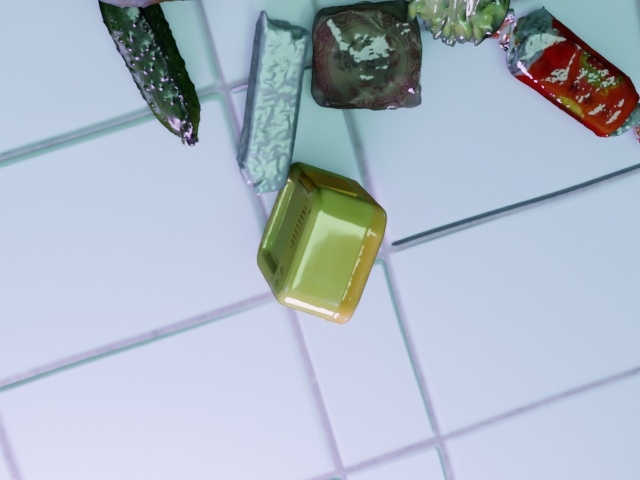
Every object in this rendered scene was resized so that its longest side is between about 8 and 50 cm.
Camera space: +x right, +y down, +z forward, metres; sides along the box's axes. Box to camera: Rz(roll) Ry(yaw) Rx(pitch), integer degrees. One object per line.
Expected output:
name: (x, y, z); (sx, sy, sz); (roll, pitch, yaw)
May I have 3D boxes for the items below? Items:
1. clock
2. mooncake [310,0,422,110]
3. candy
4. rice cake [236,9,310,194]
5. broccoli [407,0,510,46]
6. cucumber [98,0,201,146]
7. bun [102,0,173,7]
clock: (0.000, 0.000, 1.917); (0.096, 0.202, 0.143); (21, 100, -14)
mooncake: (0.052, -0.206, 1.941); (0.130, 0.073, 0.125); (-5, 107, -8)
candy: (0.297, -0.192, 1.998); (0.292, 0.059, 0.086); (34, 99, -17)
rice cake: (-0.055, -0.157, 1.937); (0.063, 0.069, 0.207); (7, 101, -9)
broccoli: (0.142, -0.358, 1.824); (0.288, 0.245, 0.248); (43, 87, -16)
cucumber: (-0.188, -0.205, 1.901); (0.069, 0.069, 0.227); (-26, 112, -3)
bun: (-0.171, -0.409, 1.753); (0.362, 0.211, 0.362); (-11, 107, -37)
